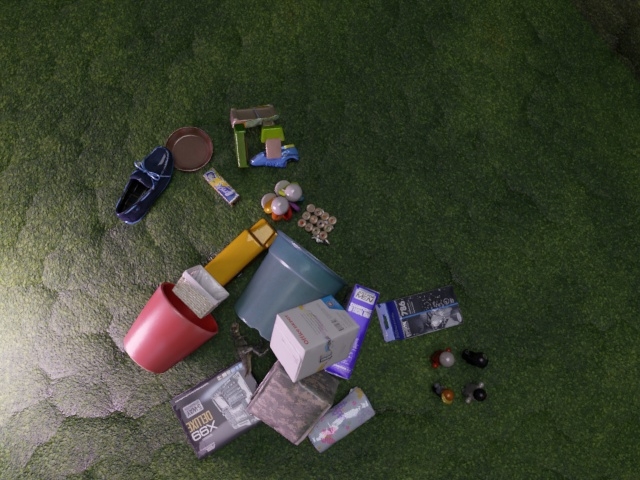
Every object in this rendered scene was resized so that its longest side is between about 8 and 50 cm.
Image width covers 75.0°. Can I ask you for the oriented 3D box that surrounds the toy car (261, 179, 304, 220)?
[{"bbox_3d":[-0.142,-0.156,1.725,0.182,0.159,0.136,-46,121,-12],"label":"toy car"}]

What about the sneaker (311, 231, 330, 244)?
[{"bbox_3d":[0.000,0.000,1.755,0.083,0.032,0.037,33,84,11],"label":"sneaker"}]

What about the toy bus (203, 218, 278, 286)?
[{"bbox_3d":[-0.317,0.057,1.645,0.332,0.130,0.108,-42,86,4],"label":"toy bus"}]

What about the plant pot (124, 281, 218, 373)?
[{"bbox_3d":[-0.558,0.332,1.532,0.275,0.275,0.243,43,88,4],"label":"plant pot"}]

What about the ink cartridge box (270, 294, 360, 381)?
[{"bbox_3d":[-0.023,0.325,1.404,0.232,0.168,0.171,-13,43,-35],"label":"ink cartridge box"}]

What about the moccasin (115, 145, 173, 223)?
[{"bbox_3d":[-0.697,-0.226,1.670,0.137,0.117,0.342,21,82,7],"label":"moccasin"}]

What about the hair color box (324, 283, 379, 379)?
[{"bbox_3d":[0.110,0.348,1.618,0.110,0.185,0.339,20,79,-1],"label":"hair color box"}]

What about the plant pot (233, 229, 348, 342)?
[{"bbox_3d":[-0.128,0.193,1.571,0.341,0.341,0.334,38,87,2],"label":"plant pot"}]

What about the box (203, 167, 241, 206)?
[{"bbox_3d":[-0.410,-0.222,1.741,0.054,0.059,0.169,-44,86,-9],"label":"box"}]

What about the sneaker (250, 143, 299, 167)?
[{"bbox_3d":[-0.193,-0.344,1.781,0.209,0.069,0.082,-18,85,-9],"label":"sneaker"}]

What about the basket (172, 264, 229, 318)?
[{"bbox_3d":[-0.442,0.189,1.537,0.167,0.113,0.103,45,104,3],"label":"basket"}]

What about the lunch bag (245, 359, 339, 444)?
[{"bbox_3d":[-0.107,0.565,1.485,0.235,0.169,0.287,34,112,1],"label":"lunch bag"}]

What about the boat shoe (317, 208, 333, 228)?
[{"bbox_3d":[0.018,-0.085,1.770,0.035,0.035,0.100,-32,82,-1],"label":"boat shoe"}]

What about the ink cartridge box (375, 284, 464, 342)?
[{"bbox_3d":[0.406,0.302,1.718,0.332,0.065,0.166,-14,81,-7],"label":"ink cartridge box"}]

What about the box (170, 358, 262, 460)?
[{"bbox_3d":[-0.367,0.626,1.574,0.307,0.076,0.243,-28,83,-11],"label":"box"}]

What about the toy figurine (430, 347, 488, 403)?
[{"bbox_3d":[0.548,0.533,1.642,0.213,0.148,0.210,4,79,-5],"label":"toy figurine"}]

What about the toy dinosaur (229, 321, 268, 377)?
[{"bbox_3d":[-0.268,0.416,1.592,0.118,0.268,0.064,-5,123,-24],"label":"toy dinosaur"}]

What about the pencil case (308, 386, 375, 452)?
[{"bbox_3d":[0.073,0.679,1.587,0.273,0.113,0.124,-33,86,-10],"label":"pencil case"}]

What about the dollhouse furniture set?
[{"bbox_3d":[-0.269,-0.449,1.762,0.197,0.151,0.302,-9,37,-12],"label":"dollhouse furniture set"}]

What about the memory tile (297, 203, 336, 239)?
[{"bbox_3d":[-0.014,-0.079,1.750,0.148,0.012,0.113,31,84,18],"label":"memory tile"}]

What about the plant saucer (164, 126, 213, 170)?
[{"bbox_3d":[-0.555,-0.384,1.771,0.198,0.036,0.199,1,80,-6],"label":"plant saucer"}]
